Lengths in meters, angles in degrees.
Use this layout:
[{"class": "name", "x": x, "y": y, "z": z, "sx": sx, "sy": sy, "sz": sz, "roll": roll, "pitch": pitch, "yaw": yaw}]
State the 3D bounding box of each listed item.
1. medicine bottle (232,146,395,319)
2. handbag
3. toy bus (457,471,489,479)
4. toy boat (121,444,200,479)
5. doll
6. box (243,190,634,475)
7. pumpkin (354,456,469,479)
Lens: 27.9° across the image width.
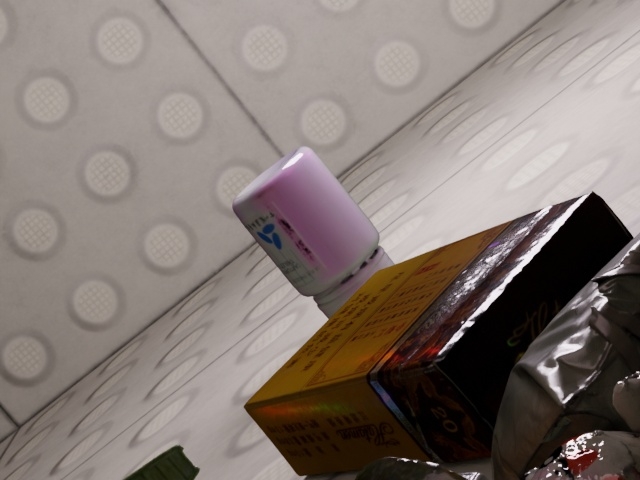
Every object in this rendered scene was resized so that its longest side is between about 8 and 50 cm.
[{"class": "medicine bottle", "x": 0.000, "y": 0.000, "z": 1.891, "sx": 0.152, "sy": 0.254, "sz": 0.152, "roll": -36, "pitch": 9, "yaw": 7}, {"class": "handbag", "x": 0.232, "y": 0.081, "z": 0.986, "sx": 0.270, "sy": 0.117, "sz": 0.182, "roll": -42, "pitch": -19, "yaw": -32}, {"class": "toy bus", "x": 0.092, "y": 0.233, "z": 0.983, "sx": 0.075, "sy": 0.060, "sz": 0.123, "roll": -26, "pitch": 12, "yaw": 40}, {"class": "toy boat", "x": -0.276, "y": 0.379, "z": 1.654, "sx": 0.293, "sy": 0.093, "sz": 0.055, "roll": -40, "pitch": -17, "yaw": -12}, {"class": "doll", "x": 0.207, "y": 0.149, "z": 0.810, "sx": 0.192, "sy": 0.095, "sz": 0.149, "roll": -36, "pitch": 27, "yaw": 12}, {"class": "box", "x": 0.117, "y": 0.109, "z": 1.325, "sx": 0.264, "sy": 0.116, "sz": 0.415, "roll": -42, "pitch": 10, "yaw": -30}, {"class": "pumpkin", "x": 0.058, "y": 0.233, "z": 0.751, "sx": 0.148, "sy": 0.169, "sz": 0.312, "roll": -41, "pitch": 9, "yaw": -32}]
